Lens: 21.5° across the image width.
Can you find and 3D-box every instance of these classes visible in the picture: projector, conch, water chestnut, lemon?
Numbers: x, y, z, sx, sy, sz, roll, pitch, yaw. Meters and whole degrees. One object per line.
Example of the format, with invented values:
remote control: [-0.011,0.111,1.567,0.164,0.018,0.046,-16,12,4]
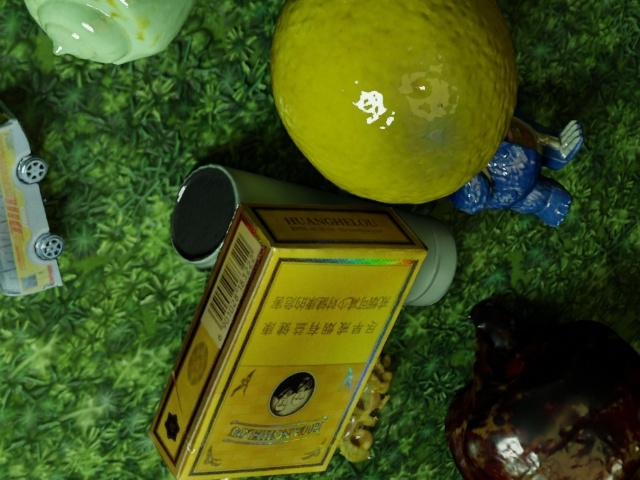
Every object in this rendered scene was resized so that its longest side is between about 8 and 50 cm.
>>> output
projector: [0.000,0.000,1.806,0.337,0.108,0.108,12,106,-42]
conch: [-0.159,-0.254,1.542,0.250,0.137,0.143,-47,110,-34]
water chestnut: [0.283,0.211,2.057,0.289,0.289,0.244,-29,124,-23]
lemon: [0.072,-0.167,1.673,0.267,0.267,0.267,-19,125,-30]

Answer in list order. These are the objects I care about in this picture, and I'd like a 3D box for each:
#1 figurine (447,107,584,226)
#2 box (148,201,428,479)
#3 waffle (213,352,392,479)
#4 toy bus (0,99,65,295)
figurine: [0.169,-0.107,1.884,0.262,0.120,0.164,31,66,-23]
box: [-0.036,0.107,1.728,0.192,0.084,0.301,2,125,-34]
waffle: [-0.028,0.165,1.905,0.293,0.069,0.260,-14,123,-35]
toy bus: [-0.292,-0.035,1.579,0.075,0.064,0.190,-21,126,-22]
